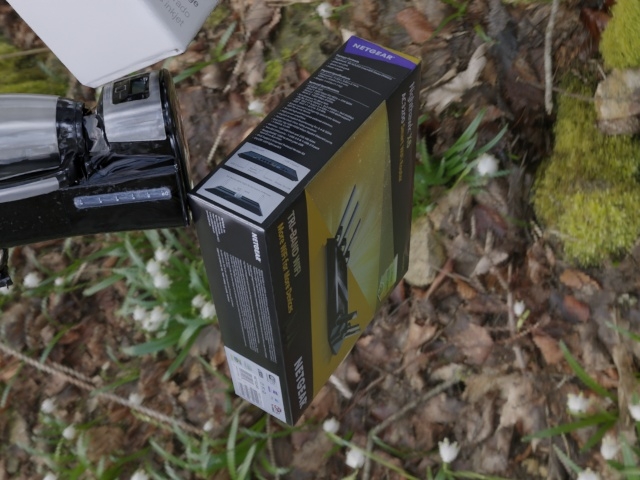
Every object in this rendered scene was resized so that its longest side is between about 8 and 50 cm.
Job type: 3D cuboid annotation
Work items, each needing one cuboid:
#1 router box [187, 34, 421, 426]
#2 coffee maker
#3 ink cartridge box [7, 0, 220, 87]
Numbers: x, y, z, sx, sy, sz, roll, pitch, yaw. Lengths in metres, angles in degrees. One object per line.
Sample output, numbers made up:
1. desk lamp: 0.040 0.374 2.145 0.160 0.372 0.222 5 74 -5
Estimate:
1. router box: 0.000 0.000 0.789 0.081 0.243 0.309 25 146 23
2. coffee maker: -0.195 -0.053 0.663 0.178 0.120 0.171 -6 151 -6
3. ink cartridge box: -0.131 -0.278 0.579 0.114 0.273 0.198 -9 133 40
